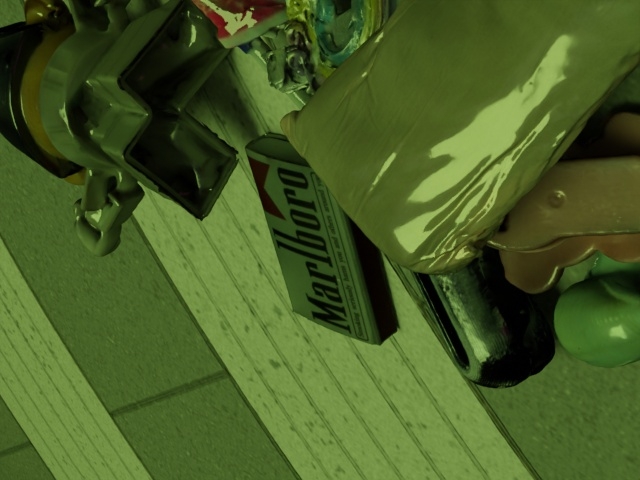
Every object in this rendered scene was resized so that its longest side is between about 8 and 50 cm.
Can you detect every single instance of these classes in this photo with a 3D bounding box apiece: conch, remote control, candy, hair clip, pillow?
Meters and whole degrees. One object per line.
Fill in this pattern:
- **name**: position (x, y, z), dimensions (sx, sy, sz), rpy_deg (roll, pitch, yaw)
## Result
- **conch**: position (0.199, 0.041, 0.863), dimensions (0.065, 0.088, 0.180), rpy_deg (15, 166, -17)
- **remote control**: position (0.078, -0.009, 0.948), dimensions (0.266, 0.066, 0.090), rpy_deg (59, 148, 6)
- **candy**: position (-0.068, -0.167, 1.000), dimensions (0.365, 0.124, 0.124), rpy_deg (48, 149, -5)
- **hair clip**: position (0.168, -0.029, 0.825), dimensions (0.138, 0.102, 0.123), rpy_deg (-8, 93, 18)
- **pillow**: position (0.093, -0.110, 0.758), dimensions (0.270, 0.067, 0.173), rpy_deg (-53, 57, 26)
- **hair clip**: position (0.020, -0.145, 0.900), dimensions (0.172, 0.049, 0.116), rpy_deg (-25, 79, 55)

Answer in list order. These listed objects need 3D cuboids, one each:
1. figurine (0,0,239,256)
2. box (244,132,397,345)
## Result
- **figurine**: position (-0.204, -0.134, 1.158), dimensions (0.308, 0.143, 0.309), rpy_deg (-7, 80, 42)
- **box**: position (0.000, 0.000, 1.109), dimensions (0.115, 0.036, 0.178), rpy_deg (19, 134, 46)
